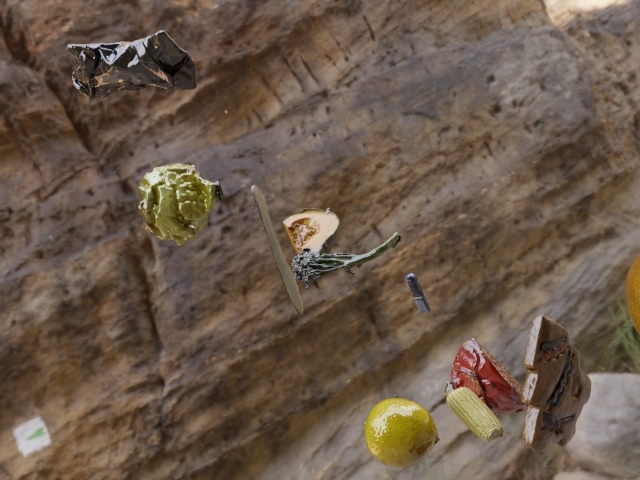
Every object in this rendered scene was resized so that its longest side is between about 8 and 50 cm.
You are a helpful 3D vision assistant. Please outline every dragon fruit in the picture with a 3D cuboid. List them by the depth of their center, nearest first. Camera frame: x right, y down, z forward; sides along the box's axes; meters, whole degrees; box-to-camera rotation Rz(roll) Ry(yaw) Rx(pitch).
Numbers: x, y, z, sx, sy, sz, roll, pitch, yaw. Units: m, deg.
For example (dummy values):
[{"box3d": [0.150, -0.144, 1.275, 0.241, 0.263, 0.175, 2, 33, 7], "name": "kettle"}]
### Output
[{"box3d": [0.517, 0.492, 1.977, 0.205, 0.317, 0.152, -43, 19, 14], "name": "dragon fruit"}]

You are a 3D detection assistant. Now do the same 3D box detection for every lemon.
[{"box3d": [0.212, 0.507, 1.658, 0.203, 0.179, 0.178, 7, -2, 15], "name": "lemon"}]

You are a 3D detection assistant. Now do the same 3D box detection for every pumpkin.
[{"box3d": [0.002, 0.005, 1.970, 0.163, 0.111, 0.278, -23, 35, -10], "name": "pumpkin"}]

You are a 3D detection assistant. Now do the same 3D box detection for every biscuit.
[{"box3d": [0.501, 0.301, 1.350, 0.278, 0.302, 0.043, -31, 20, -37], "name": "biscuit"}]

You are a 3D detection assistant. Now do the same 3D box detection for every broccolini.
[{"box3d": [0.053, 0.028, 1.386, 0.271, 0.123, 0.062, -20, -48, -23], "name": "broccolini"}]

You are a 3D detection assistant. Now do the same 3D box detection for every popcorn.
[{"box3d": [-0.474, -0.111, 2.061, 0.237, 0.293, 0.293, -21, -10, -25], "name": "popcorn"}]

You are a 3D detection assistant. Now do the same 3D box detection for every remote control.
[{"box3d": [0.329, 0.181, 2.141, 0.043, 0.153, 0.027, -13, 25, 36], "name": "remote control"}]

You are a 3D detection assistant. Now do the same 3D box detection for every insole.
[{"box3d": [-0.108, 0.020, 1.570, 0.009, 0.349, 0.119, -22, -12, 9], "name": "insole"}]

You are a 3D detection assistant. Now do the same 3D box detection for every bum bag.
[{"box3d": [-0.431, -0.392, 1.411, 0.340, 0.144, 0.095, 1, 45, 25], "name": "bum bag"}]

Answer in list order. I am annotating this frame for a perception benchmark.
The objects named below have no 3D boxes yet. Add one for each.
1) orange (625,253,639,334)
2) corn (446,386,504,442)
[{"box3d": [0.727, 0.117, 1.221, 0.264, 0.264, 0.264, -24, -10, -4], "name": "orange"}, {"box3d": [0.410, 0.461, 1.669, 0.085, 0.165, 0.063, 0, -58, -34], "name": "corn"}]
